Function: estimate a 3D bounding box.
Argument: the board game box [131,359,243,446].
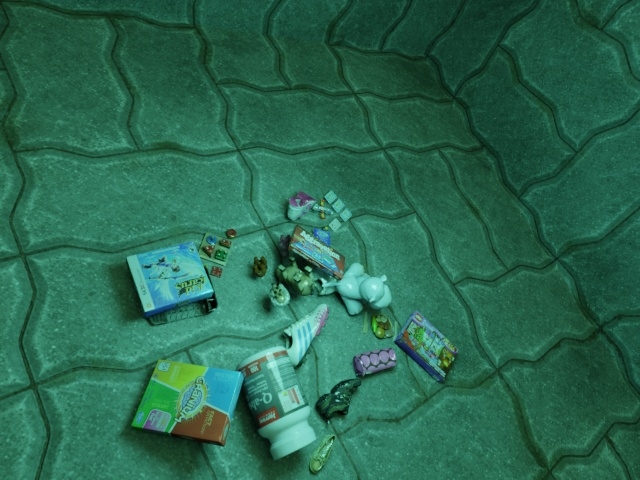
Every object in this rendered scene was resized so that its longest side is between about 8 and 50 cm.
[{"bbox_3d":[-0.457,0.562,1.501,0.317,0.064,0.242,6,53,8],"label":"board game box"}]

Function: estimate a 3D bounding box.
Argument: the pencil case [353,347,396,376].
[{"bbox_3d":[0.250,0.549,1.931,0.210,0.095,0.098,-7,28,-28],"label":"pencil case"}]

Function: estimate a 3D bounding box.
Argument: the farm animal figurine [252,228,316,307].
[{"bbox_3d":[-0.122,0.135,1.936,0.331,0.172,0.326,-26,49,-15],"label":"farm animal figurine"}]

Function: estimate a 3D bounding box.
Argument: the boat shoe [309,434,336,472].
[{"bbox_3d":[0.011,0.823,1.658,0.056,0.048,0.153,42,51,3],"label":"boat shoe"}]

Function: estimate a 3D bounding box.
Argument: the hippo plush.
[{"bbox_3d":[0.212,0.203,1.980,0.294,0.237,0.234,51,51,-33],"label":"hippo plush"}]

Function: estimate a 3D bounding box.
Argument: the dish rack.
[{"bbox_3d":[-0.574,0.226,1.737,0.272,0.074,0.208,-9,63,-30],"label":"dish rack"}]

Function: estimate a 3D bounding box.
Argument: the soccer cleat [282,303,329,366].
[{"bbox_3d":[-0.075,0.384,1.857,0.143,0.116,0.331,34,51,-4],"label":"soccer cleat"}]

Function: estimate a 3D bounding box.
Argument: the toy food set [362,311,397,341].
[{"bbox_3d":[0.301,0.414,2.075,0.192,0.038,0.132,19,53,-15],"label":"toy food set"}]

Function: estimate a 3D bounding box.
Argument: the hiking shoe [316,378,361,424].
[{"bbox_3d":[0.090,0.667,1.792,0.227,0.086,0.114,-24,86,-30],"label":"hiking shoe"}]

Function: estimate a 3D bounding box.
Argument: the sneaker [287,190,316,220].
[{"bbox_3d":[-0.109,-0.176,2.219,0.103,0.111,0.252,34,28,13],"label":"sneaker"}]

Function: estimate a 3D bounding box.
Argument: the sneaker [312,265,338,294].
[{"bbox_3d":[-0.020,0.123,2.054,0.152,0.114,0.305,-20,70,-35],"label":"sneaker"}]

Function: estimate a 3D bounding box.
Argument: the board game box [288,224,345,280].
[{"bbox_3d":[-0.010,0.054,1.887,0.281,0.027,0.145,34,37,-18],"label":"board game box"}]

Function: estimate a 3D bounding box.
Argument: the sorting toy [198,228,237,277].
[{"bbox_3d":[-0.472,0.039,1.927,0.132,0.046,0.274,21,53,-13],"label":"sorting toy"}]

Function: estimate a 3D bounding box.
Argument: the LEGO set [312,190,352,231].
[{"bbox_3d":[0.063,-0.153,2.291,0.182,0.060,0.244,51,49,-6],"label":"LEGO set"}]

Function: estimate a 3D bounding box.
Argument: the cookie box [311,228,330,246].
[{"bbox_3d":[0.000,0.000,2.192,0.092,0.040,0.107,12,55,-20],"label":"cookie box"}]

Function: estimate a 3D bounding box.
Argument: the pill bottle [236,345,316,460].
[{"bbox_3d":[-0.163,0.604,1.610,0.210,0.210,0.362,-13,66,-32],"label":"pill bottle"}]

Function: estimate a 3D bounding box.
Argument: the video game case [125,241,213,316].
[{"bbox_3d":[-0.597,0.146,1.698,0.270,0.061,0.244,-16,68,-30],"label":"video game case"}]

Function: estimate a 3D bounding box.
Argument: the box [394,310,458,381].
[{"bbox_3d":[0.522,0.515,2.100,0.293,0.057,0.201,43,50,0],"label":"box"}]
